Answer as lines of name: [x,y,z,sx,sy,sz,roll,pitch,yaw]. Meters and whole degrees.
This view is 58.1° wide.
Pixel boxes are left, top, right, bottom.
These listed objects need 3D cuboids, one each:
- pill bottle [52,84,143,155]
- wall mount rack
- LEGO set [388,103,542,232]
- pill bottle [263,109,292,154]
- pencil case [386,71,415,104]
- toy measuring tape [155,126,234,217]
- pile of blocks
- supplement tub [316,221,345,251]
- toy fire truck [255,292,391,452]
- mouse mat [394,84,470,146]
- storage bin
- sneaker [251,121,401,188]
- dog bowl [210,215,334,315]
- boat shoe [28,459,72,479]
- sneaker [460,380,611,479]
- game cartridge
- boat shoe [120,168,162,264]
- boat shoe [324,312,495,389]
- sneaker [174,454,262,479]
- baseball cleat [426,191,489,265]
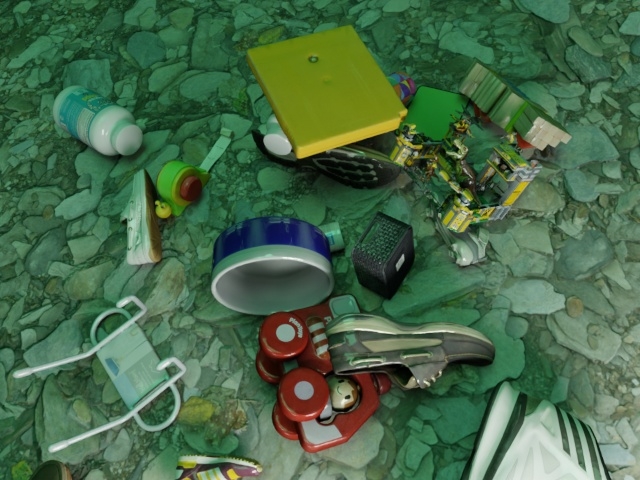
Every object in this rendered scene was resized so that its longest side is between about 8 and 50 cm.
pill bottle: [-0.635,-0.338,1.662,0.264,0.146,0.146,30,71,24]
wall mount rack: [-0.483,0.295,1.285,0.304,0.130,0.350,-38,60,-10]
LEGO set: [0.331,-0.191,1.306,0.254,0.192,0.331,-1,47,-31]
pill bottle: [-0.074,-0.290,1.384,0.094,0.094,0.170,11,58,17]
pencil case: [0.155,-0.368,1.489,0.104,0.105,0.236,29,39,24]
toy measuring tape: [-0.344,-0.202,1.545,0.121,0.121,0.330,22,68,22]
pile of blocks: [0.473,-0.326,1.466,0.113,0.148,0.362,-56,43,29]
supplement tub: [0.000,0.000,1.384,0.107,0.071,0.071,-16,59,4]
toy fire truck: [0.010,0.265,1.196,0.253,0.169,0.302,-13,59,-17]
mouse mat: [0.301,-0.335,1.547,0.152,0.007,0.190,20,66,21]
storage bin: [0.142,0.036,1.271,0.084,0.180,0.122,27,70,23]
sneaker: [0.028,-0.269,1.475,0.410,0.158,0.182,21,72,20]
dog bowl: [-0.105,0.062,1.259,0.264,0.265,0.104,-10,57,6]
boat shoe: [-0.543,0.604,1.144,0.110,0.104,0.308,-9,61,17]
sneaker: [0.357,0.484,0.982,0.257,0.169,0.448,19,64,23]
game cartridge: [0.013,-0.358,1.352,0.285,0.053,0.324,-19,65,-15]
boat shoe: [-0.479,-0.065,1.504,0.096,0.098,0.277,-13,61,3]
boat shoe: [0.178,0.234,1.151,0.354,0.132,0.130,7,66,-9]
sneaker: [-0.206,0.481,1.167,0.185,0.069,0.084,-3,69,17]
baseball cleat: [0.325,-0.032,1.347,0.109,0.072,0.206,-10,61,-12]
